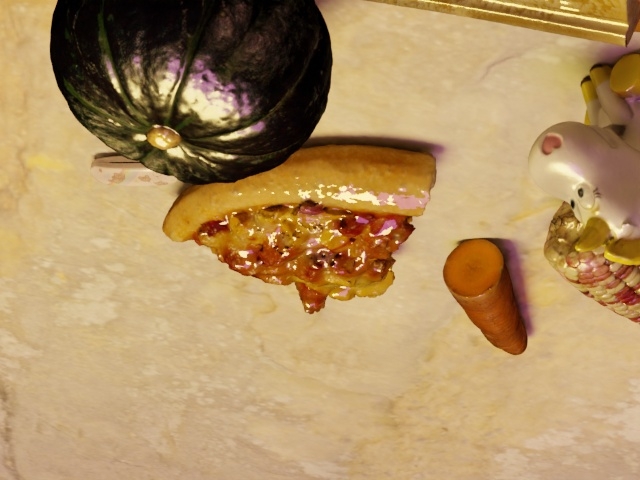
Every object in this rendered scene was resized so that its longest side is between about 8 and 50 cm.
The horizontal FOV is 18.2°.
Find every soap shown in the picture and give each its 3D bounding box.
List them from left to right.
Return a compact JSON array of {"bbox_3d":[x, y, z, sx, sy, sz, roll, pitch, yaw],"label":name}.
[{"bbox_3d":[0.103,-0.198,1.439,0.252,0.037,0.092,13,153,16],"label":"soap"}]

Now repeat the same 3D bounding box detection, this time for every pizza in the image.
[{"bbox_3d":[0.000,0.000,1.834,0.289,0.081,0.229,-9,148,26],"label":"pizza"}]

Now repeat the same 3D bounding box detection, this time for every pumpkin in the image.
[{"bbox_3d":[-0.096,-0.140,1.500,0.220,0.162,0.220,14,155,7],"label":"pumpkin"}]

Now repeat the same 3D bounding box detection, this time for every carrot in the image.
[{"bbox_3d":[0.171,0.069,1.952,0.061,0.061,0.210,-2,154,18],"label":"carrot"}]

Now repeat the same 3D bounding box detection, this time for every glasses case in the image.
[{"bbox_3d":[-0.169,-0.063,1.822,0.083,0.021,0.032,1,149,14],"label":"glasses case"}]

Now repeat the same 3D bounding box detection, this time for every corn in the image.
[{"bbox_3d":[0.301,0.037,1.819,0.086,0.086,0.253,-18,145,40],"label":"corn"}]

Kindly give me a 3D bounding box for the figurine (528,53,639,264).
[{"bbox_3d":[0.235,-0.059,1.572,0.129,0.178,0.109,39,143,0],"label":"figurine"}]

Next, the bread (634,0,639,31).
[{"bbox_3d":[0.226,-0.189,1.470,0.094,0.035,0.090,3,152,10],"label":"bread"}]
